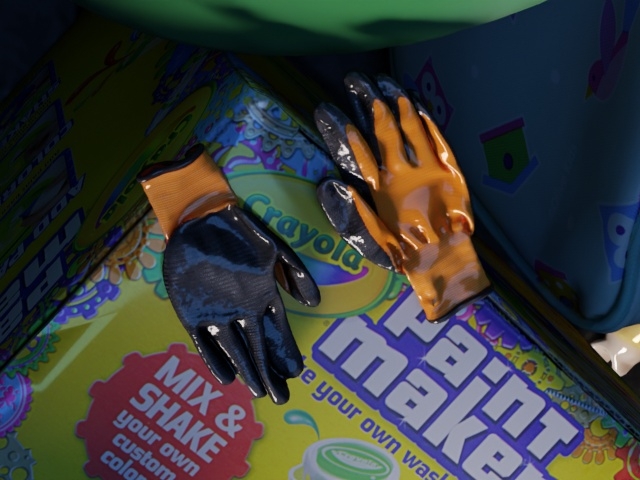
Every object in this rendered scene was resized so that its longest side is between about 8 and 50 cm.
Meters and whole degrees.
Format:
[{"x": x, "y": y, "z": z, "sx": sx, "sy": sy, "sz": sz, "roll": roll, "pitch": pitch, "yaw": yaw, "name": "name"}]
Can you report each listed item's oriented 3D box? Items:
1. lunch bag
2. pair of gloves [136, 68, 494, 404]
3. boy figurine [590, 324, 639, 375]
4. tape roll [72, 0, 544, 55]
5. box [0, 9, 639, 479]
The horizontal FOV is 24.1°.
[{"x": 0.123, "y": -0.128, "z": 0.538, "sx": 0.108, "sy": 0.224, "sz": 0.279, "roll": -3, "pitch": 127, "yaw": -25, "name": "lunch bag"}, {"x": 0.000, "y": 0.000, "z": 0.387, "sx": 0.083, "sy": 0.010, "sz": 0.074, "roll": -26, "pitch": 112, "yaw": -5, "name": "pair of gloves"}, {"x": 0.208, "y": 0.055, "z": 0.688, "sx": 0.092, "sy": 0.177, "sz": 0.285, "roll": 20, "pitch": 86, "yaw": -54, "name": "boy figurine"}, {"x": 0.003, "y": -0.213, "z": 0.415, "sx": 0.321, "sy": 0.321, "sz": 0.077, "roll": -42, "pitch": 154, "yaw": 4, "name": "tape roll"}, {"x": -0.001, "y": 0.064, "z": 0.565, "sx": 0.290, "sy": 0.279, "sz": 0.177, "roll": 41, "pitch": 96, "yaw": -21, "name": "box"}]
